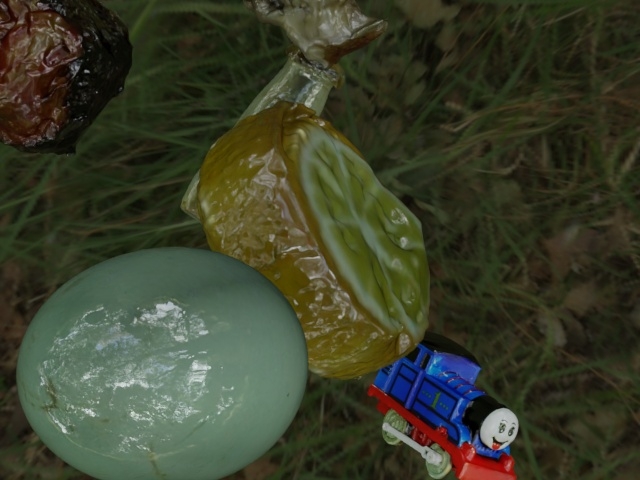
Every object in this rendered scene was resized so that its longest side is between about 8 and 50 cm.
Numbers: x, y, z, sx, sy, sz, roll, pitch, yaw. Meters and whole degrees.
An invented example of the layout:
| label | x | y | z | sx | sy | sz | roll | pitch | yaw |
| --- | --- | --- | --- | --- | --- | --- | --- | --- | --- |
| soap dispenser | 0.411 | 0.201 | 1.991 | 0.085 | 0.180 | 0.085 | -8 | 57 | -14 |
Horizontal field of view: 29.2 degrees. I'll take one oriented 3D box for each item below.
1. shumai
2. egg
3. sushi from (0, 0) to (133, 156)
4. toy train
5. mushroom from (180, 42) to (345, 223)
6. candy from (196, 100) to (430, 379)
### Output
| label | x | y | z | sx | sy | sz | roll | pitch | yaw |
| --- | --- | --- | --- | --- | --- | --- | --- | --- | --- |
| shumai | -0.003 | -0.320 | 1.596 | 0.166 | 0.206 | 0.176 | -14 | 73 | -27 |
| egg | -0.106 | 0.088 | 0.856 | 0.168 | 0.231 | 0.168 | -2 | 87 | 36 |
| sushi | -0.344 | -0.243 | 1.242 | 0.343 | 0.182 | 0.196 | 42 | 89 | 10 |
| toy train | 0.141 | 0.190 | 1.375 | 0.082 | 0.204 | 0.131 | 22 | 96 | -34 |
| mushroom | -0.080 | -0.146 | 1.760 | 0.100 | 0.081 | 0.312 | 35 | 84 | -2 |
| candy | 0.000 | 0.000 | 1.089 | 0.118 | 0.260 | 0.260 | -33 | 92 | 20 |
